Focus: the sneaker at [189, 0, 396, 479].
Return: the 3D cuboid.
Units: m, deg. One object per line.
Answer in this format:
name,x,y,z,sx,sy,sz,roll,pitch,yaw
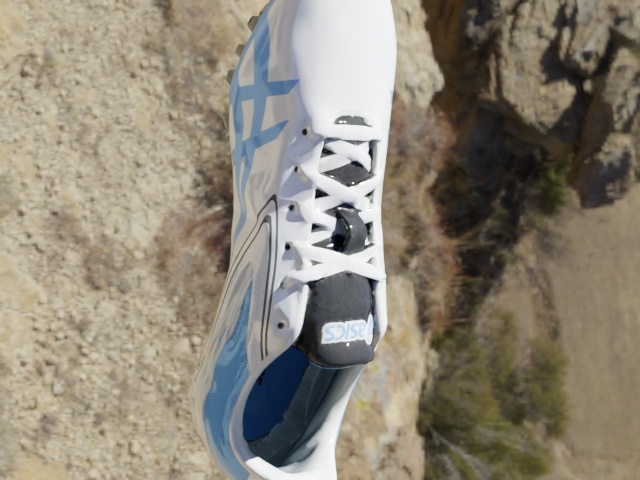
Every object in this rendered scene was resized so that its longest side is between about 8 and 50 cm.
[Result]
sneaker,0.000,0.000,0.404,0.085,0.086,0.237,-2,108,-40
